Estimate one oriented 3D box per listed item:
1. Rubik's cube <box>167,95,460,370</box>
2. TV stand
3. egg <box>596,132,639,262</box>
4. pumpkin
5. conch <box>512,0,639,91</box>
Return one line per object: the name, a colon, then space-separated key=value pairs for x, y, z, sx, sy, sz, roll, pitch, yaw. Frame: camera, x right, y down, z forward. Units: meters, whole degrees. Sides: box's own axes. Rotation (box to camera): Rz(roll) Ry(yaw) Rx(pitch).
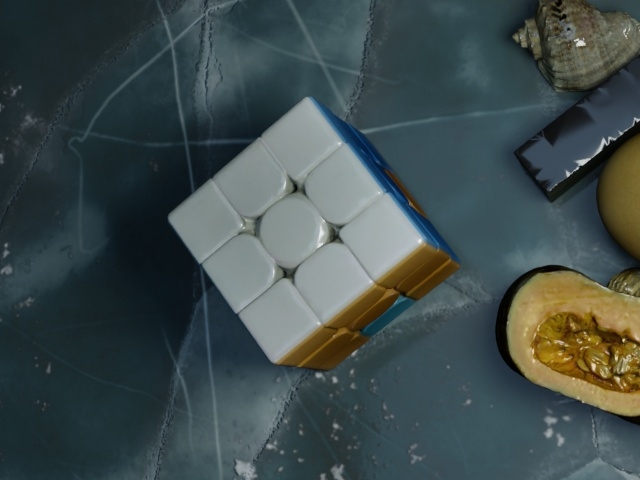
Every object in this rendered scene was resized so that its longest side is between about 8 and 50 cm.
Rubik's cube: x=0.000 y=0.000 z=1.862 sx=0.291 sy=0.292 sz=0.290 roll=-40 pitch=74 yaw=8
TV stand: x=0.433 y=-0.181 z=1.875 sx=0.269 sy=0.083 sz=0.088 roll=-39 pitch=73 yaw=7
egg: x=0.554 y=-0.054 z=1.733 sx=0.322 sy=0.250 sz=0.250 roll=6 pitch=84 yaw=22
pumpkin: x=0.418 y=0.134 z=1.807 sx=0.317 sy=0.139 sz=0.221 roll=22 pitch=92 yaw=21
conch: x=0.403 y=-0.306 z=1.898 sx=0.207 sy=0.155 sz=0.130 roll=1 pitch=38 yaw=12
